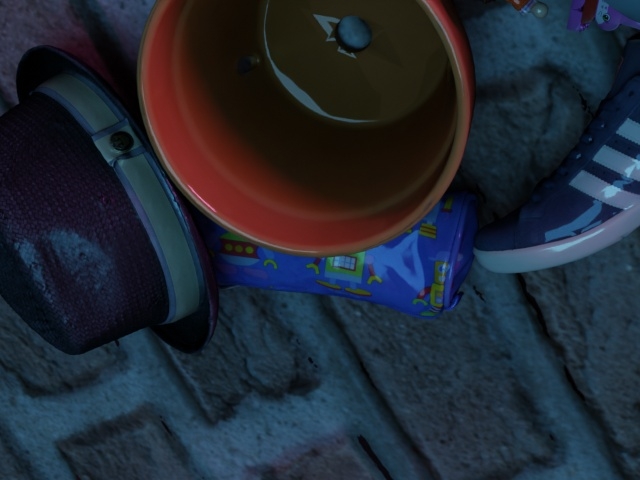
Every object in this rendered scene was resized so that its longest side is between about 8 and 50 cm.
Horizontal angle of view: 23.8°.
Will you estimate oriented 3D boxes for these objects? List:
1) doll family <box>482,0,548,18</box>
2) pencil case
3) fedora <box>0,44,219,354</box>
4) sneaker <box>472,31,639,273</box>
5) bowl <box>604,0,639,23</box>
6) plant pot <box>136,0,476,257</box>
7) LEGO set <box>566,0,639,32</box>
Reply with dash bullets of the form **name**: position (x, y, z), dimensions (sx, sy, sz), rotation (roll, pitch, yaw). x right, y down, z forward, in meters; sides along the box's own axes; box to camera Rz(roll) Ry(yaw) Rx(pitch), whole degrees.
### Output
- **doll family**: position (0.133, -0.309, 1.215), dimensions (0.118, 0.163, 0.263), rotation (-39, 77, 44)
- **pencil case**: position (0.000, 0.000, 1.474), dimensions (0.306, 0.119, 0.133), rotation (7, 100, 14)
- **fedora**: position (-0.242, -0.012, 1.444), dimensions (0.334, 0.152, 0.334), rotation (44, 151, 32)
- **sneaker**: position (0.272, -0.096, 1.350), dimensions (0.350, 0.131, 0.148), rotation (-28, 101, 19)
- **bowl**: position (0.336, -0.295, 1.117), dimensions (0.311, 0.163, 0.312), rotation (-7, 109, -20)
- **plant pot**: position (0.008, -0.156, 1.350), dimensions (0.290, 0.203, 0.291), rotation (7, 116, 14)
- **LEGO set**: position (0.287, -0.280, 1.269), dimensions (0.093, 0.087, 0.227), rotation (21, 120, 24)
